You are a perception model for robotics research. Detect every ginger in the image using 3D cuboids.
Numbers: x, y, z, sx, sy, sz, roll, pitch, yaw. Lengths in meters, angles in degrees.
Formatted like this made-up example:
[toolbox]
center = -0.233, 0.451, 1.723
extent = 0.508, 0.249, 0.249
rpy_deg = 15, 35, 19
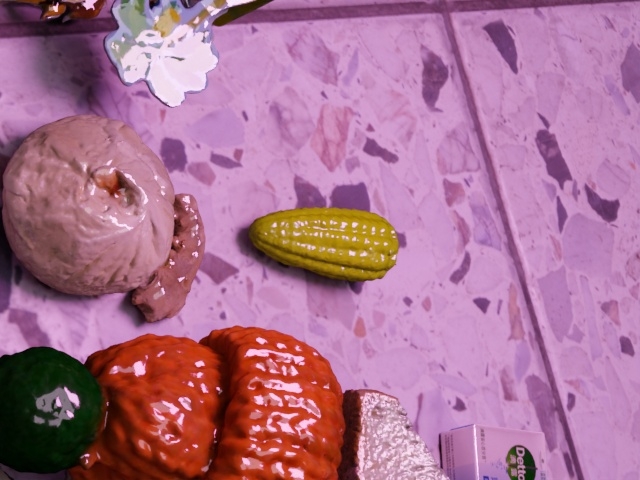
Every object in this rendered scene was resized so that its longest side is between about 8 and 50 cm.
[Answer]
[ginger]
center = -0.177, 0.026, 1.988
extent = 0.069, 0.051, 0.173
rpy_deg = 38, 49, -28

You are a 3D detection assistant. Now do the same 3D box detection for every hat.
[hat]
center = -0.191, 0.209, 1.808
extent = 0.400, 0.285, 0.285
rpy_deg = 17, 63, -19

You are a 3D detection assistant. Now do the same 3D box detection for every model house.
[model house]
center = -0.260, -0.323, 1.961
extent = 0.313, 0.242, 0.358
rpy_deg = -43, 107, -24

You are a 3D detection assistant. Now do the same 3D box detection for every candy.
[candy]
center = 0.000, 0.000, 2.123
extent = 0.209, 0.097, 0.097
rpy_deg = 8, 70, -33

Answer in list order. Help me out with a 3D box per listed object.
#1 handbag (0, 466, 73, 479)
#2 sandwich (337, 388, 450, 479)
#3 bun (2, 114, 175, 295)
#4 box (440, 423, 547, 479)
[handbag]
center = -0.356, 0.325, 1.723
extent = 0.241, 0.109, 0.315
rpy_deg = 46, 37, -21
[sandwich]
center = 0.117, 0.349, 2.071
extent = 0.254, 0.099, 0.288
rpy_deg = 15, 64, -18
[bun]
center = -0.257, -0.048, 1.881
extent = 0.220, 0.134, 0.220
rpy_deg = 12, 70, -34
[box]
center = 0.238, 0.353, 2.217
extent = 0.139, 0.073, 0.194
rpy_deg = 12, 68, -38
